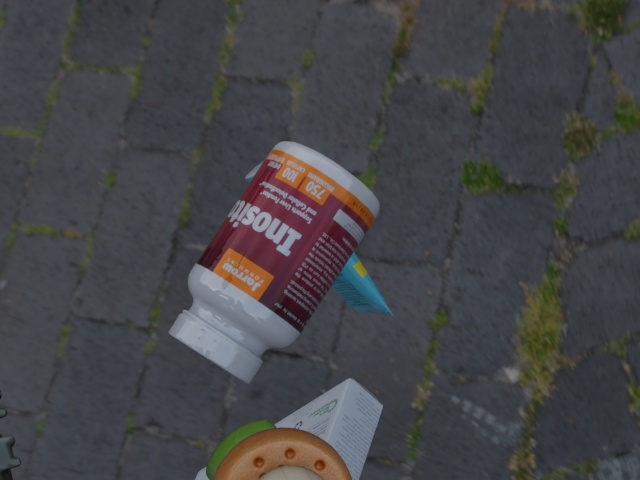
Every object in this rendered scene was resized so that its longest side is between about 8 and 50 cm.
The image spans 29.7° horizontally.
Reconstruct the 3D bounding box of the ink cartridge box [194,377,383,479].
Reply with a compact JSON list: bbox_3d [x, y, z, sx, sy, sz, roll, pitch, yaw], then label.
[{"bbox_3d":[-0.088,0.350,1.393,0.324,0.071,0.330,-36,20,39],"label":"ink cartridge box"}]

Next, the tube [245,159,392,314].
[{"bbox_3d":[0.000,0.000,1.289,0.052,0.080,0.207,-39,102,-15],"label":"tube"}]

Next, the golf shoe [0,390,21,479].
[{"bbox_3d":[-0.167,0.157,0.400,0.105,0.120,0.272,28,108,54],"label":"golf shoe"}]

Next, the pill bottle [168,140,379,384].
[{"bbox_3d":[-0.033,0.016,0.808,0.086,0.086,0.152,29,81,23],"label":"pill bottle"}]

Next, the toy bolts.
[{"bbox_3d":[-0.023,0.267,0.831,0.218,0.158,0.228,-45,94,-7],"label":"toy bolts"}]
